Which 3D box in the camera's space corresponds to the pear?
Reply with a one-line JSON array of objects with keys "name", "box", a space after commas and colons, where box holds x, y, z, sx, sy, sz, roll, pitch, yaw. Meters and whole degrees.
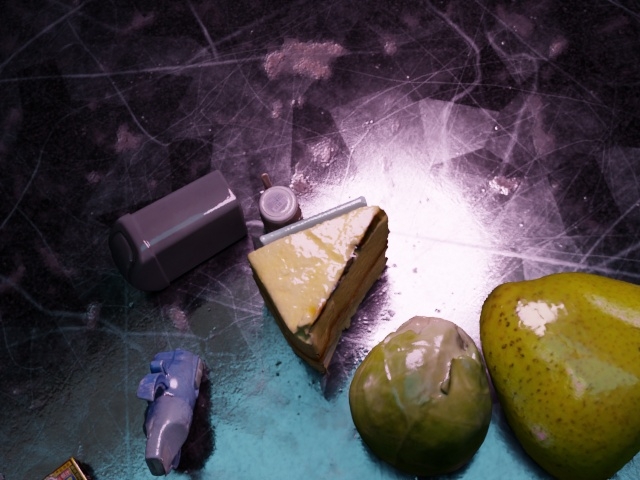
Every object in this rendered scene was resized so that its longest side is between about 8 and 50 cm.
[{"name": "pear", "box": [0.402, 0.173, 1.464, 0.318, 0.238, 0.342, 37, 76, 9]}]

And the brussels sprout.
[{"name": "brussels sprout", "box": [0.164, 0.248, 1.466, 0.244, 0.244, 0.244, -2, 69, 5]}]

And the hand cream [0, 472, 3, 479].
[{"name": "hand cream", "box": [-0.652, 0.338, 1.596, 0.075, 0.052, 0.248, -41, 71, -9]}]

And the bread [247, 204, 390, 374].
[{"name": "bread", "box": [0.035, 0.079, 1.522, 0.236, 0.263, 0.198, -29, 72, -7]}]

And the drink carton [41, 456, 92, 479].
[{"name": "drink carton", "box": [-0.390, 0.447, 1.527, 0.071, 0.056, 0.165, -37, 70, -12]}]

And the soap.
[{"name": "soap", "box": [0.000, 0.000, 1.633, 0.198, 0.114, 0.063, -23, 69, -2]}]

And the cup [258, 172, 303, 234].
[{"name": "cup", "box": [-0.071, -0.063, 1.671, 0.074, 0.099, 0.102, 0, 69, 5]}]

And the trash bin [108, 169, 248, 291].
[{"name": "trash bin", "box": [-0.253, -0.011, 1.631, 0.236, 0.176, 0.101, -31, 68, -11]}]

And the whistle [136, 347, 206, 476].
[{"name": "whistle", "box": [-0.251, 0.273, 1.526, 0.093, 0.180, 0.269, -4, 34, 7]}]
